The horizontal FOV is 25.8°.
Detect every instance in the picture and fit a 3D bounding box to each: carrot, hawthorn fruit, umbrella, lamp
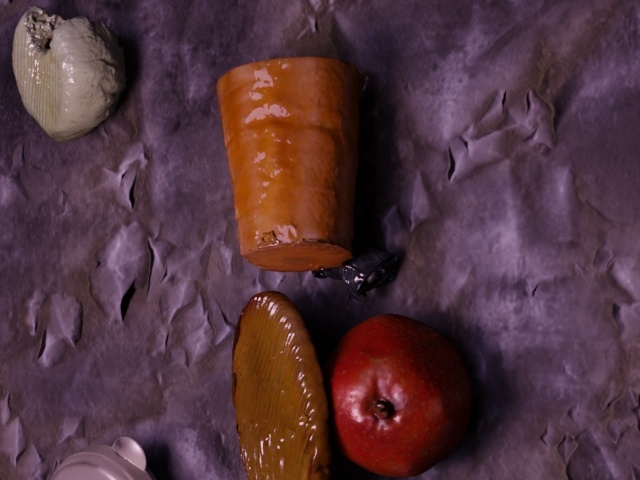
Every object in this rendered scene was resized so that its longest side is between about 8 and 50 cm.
[{"bbox_3d":[-0.030,-0.088,1.760,0.196,0.196,0.254,-14,71,30],"label":"carrot"},{"bbox_3d":[0.084,0.188,1.653,0.196,0.225,0.197,0,90,11],"label":"hawthorn fruit"},{"bbox_3d":[-0.002,0.002,1.822,0.224,0.080,0.071,38,139,32],"label":"umbrella"},{"bbox_3d":[-0.306,0.377,1.939,0.246,0.108,0.179,-29,84,28],"label":"lamp"}]

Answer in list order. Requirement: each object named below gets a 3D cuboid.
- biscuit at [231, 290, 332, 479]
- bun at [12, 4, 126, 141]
[{"bbox_3d":[-0.055,0.220,1.735,0.318,0.040,0.318,174,90,-71],"label":"biscuit"},{"bbox_3d":[-0.357,-0.251,2.028,0.212,0.126,0.204,54,138,30],"label":"bun"}]
